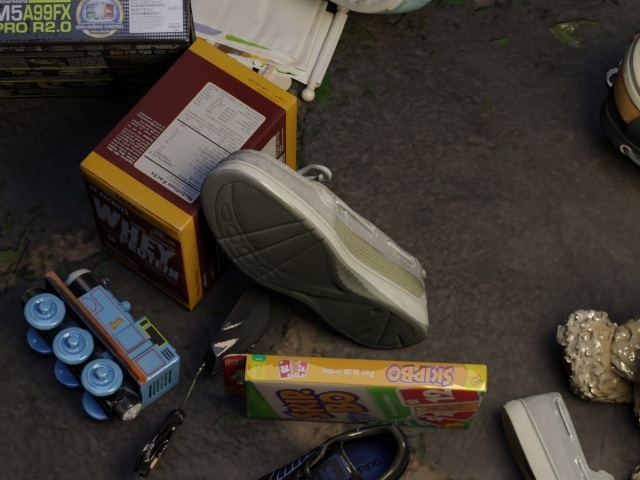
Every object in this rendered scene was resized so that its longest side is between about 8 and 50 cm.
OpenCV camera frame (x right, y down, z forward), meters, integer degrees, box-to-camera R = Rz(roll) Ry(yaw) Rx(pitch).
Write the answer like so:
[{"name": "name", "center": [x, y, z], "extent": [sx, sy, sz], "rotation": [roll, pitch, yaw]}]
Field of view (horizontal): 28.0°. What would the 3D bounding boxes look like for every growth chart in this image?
[{"name": "growth chart", "center": [-0.085, -0.269, 1.559], "extent": [0.237, 0.021, 0.172], "rotation": [25, 66, 10]}]

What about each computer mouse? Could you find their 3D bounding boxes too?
[{"name": "computer mouse", "center": [-0.115, 0.146, 1.329], "extent": [0.041, 0.071, 0.242], "rotation": [32, 68, 1]}]

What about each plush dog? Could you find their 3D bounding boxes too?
[{"name": "plush dog", "center": [0.382, 0.136, 1.265], "extent": [0.210, 0.225, 0.262], "rotation": [-19, 66, -11]}]

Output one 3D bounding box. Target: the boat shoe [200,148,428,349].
[{"name": "boat shoe", "center": [0.003, 0.000, 1.301], "extent": [0.118, 0.320, 0.103], "rotation": [-21, 46, 37]}]

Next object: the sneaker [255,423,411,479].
[{"name": "sneaker", "center": [-0.015, 0.247, 1.268], "extent": [0.232, 0.090, 0.081], "rotation": [-28, 68, -15]}]

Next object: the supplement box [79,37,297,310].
[{"name": "supplement box", "center": [-0.133, -0.067, 1.362], "extent": [0.129, 0.191, 0.194], "rotation": [33, 67, 14]}]

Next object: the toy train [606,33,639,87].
[{"name": "toy train", "center": [0.433, -0.191, 1.528], "extent": [0.166, 0.046, 0.125], "rotation": [31, 66, 12]}]

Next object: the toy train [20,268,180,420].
[{"name": "toy train", "center": [-0.232, 0.105, 1.341], "extent": [0.105, 0.080, 0.184], "rotation": [-34, 67, -27]}]

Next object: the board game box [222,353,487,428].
[{"name": "board game box", "center": [0.031, 0.153, 1.298], "extent": [0.259, 0.124, 0.039], "rotation": [5, 64, 0]}]

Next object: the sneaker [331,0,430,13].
[{"name": "sneaker", "center": [-0.007, -0.376, 1.575], "extent": [0.366, 0.150, 0.135], "rotation": [41, 112, 24]}]

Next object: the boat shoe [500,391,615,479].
[{"name": "boat shoe", "center": [0.259, 0.252, 1.284], "extent": [0.081, 0.079, 0.228], "rotation": [-20, 63, -7]}]

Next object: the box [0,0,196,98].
[{"name": "box", "center": [-0.273, -0.213, 1.412], "extent": [0.270, 0.216, 0.060], "rotation": [-2, 82, -3]}]

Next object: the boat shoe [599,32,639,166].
[{"name": "boat shoe", "center": [0.537, -0.082, 1.425], "extent": [0.500, 0.156, 0.187], "rotation": [23, 63, -8]}]
